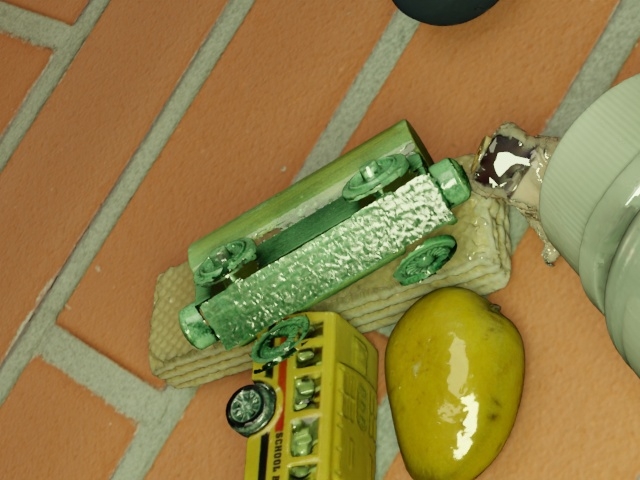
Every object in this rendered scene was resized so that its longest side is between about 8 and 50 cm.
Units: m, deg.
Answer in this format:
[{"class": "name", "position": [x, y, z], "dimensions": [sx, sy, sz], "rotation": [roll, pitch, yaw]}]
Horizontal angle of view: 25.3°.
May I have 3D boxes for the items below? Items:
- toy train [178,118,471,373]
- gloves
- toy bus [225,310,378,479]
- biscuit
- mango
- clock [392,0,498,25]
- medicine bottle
[{"class": "toy train", "position": [0.004, 0.006, 1.368], "dimensions": [0.307, 0.126, 0.189], "rotation": [-31, 13, 9]}, {"class": "gloves", "position": [0.213, -0.055, 1.356], "dimensions": [0.110, 0.144, 0.094], "rotation": [-46, 4, 5]}, {"class": "toy bus", "position": [-0.015, 0.237, 1.353], "dimensions": [0.123, 0.121, 0.335], "rotation": [-13, 55, 24]}, {"class": "biscuit", "position": [0.003, 0.036, 1.492], "dimensions": [0.426, 0.078, 0.144], "rotation": [-19, 52, 28]}, {"class": "mango", "position": [0.121, 0.138, 1.322], "dimensions": [0.137, 0.098, 0.195], "rotation": [-2, 70, 35]}, {"class": "clock", "position": [0.134, -0.349, 1.585], "dimensions": [0.199, 0.146, 0.243], "rotation": [-34, 43, 24]}, {"class": "medicine bottle", "position": [0.334, 0.020, 1.116], "dimensions": [0.245, 0.245, 0.306], "rotation": [-45, 44, 7]}]
